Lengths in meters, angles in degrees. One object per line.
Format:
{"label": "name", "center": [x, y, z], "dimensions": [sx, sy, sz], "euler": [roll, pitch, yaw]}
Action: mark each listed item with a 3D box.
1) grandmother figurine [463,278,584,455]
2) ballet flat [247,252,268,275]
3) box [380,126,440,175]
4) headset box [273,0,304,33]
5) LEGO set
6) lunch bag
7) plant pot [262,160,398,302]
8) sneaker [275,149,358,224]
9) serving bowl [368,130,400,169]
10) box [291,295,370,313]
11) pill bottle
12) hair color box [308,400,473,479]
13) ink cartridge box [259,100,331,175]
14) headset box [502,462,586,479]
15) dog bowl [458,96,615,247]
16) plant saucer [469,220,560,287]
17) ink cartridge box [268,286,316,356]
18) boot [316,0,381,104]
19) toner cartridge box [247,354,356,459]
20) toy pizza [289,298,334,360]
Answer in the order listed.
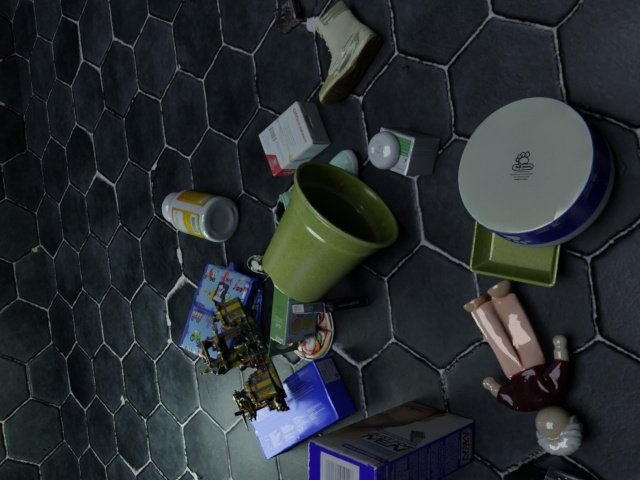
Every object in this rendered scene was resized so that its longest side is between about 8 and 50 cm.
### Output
{"label": "grandmother figurine", "center": [0.407, 0.261, 1.325], "dimensions": [0.208, 0.104, 0.342], "euler": [-49, 59, 46]}
{"label": "ballet flat", "center": [-0.136, 0.078, 1.865], "dimensions": [0.188, 0.070, 0.070], "euler": [10, 101, 44]}
{"label": "box", "center": [0.191, -0.198, 1.483], "dimensions": [0.101, 0.102, 0.087], "euler": [27, 115, 40]}
{"label": "headset box", "center": [-0.081, -0.595, 1.759], "dimensions": [0.083, 0.032, 0.062], "euler": [-21, 79, 46]}
{"label": "LEGO set", "center": [-0.233, 0.331, 1.752], "dimensions": [0.192, 0.255, 0.331], "euler": [-25, 74, -2]}
{"label": "lunch bag", "center": [-0.279, 0.211, 2.001], "dimensions": [0.221, 0.138, 0.293], "euler": [14, 92, 43]}
{"label": "plant pot", "center": [0.000, 0.000, 1.563], "dimensions": [0.276, 0.276, 0.254], "euler": [53, 124, 27]}
{"label": "sneaker", "center": [-0.015, -0.121, 1.662], "dimensions": [0.094, 0.151, 0.256], "euler": [55, 127, 28]}
{"label": "serving bowl", "center": [0.132, -0.196, 1.450], "dimensions": [0.083, 0.027, 0.083], "euler": [6, 98, 45]}
{"label": "box", "center": [0.027, 0.159, 1.645], "dimensions": [0.116, 0.162, 0.029], "euler": [-8, 85, 44]}
{"label": "pill bottle", "center": [-0.374, -0.083, 2.033], "dimensions": [0.245, 0.136, 0.136], "euler": [15, 105, 43]}
{"label": "hair color box", "center": [0.157, 0.449, 1.420], "dimensions": [0.185, 0.338, 0.110], "euler": [6, 97, 44]}
{"label": "ink cartridge box", "center": [-0.069, -0.265, 1.754], "dimensions": [0.175, 0.072, 0.127], "euler": [-32, 72, 42]}
{"label": "headset box", "center": [0.463, 0.591, 1.294], "dimensions": [0.218, 0.110, 0.293], "euler": [10, 102, 44]}
{"label": "dog bowl", "center": [0.394, -0.125, 1.236], "dimensions": [0.265, 0.104, 0.265], "euler": [-14, 68, 38]}
{"label": "plant saucer", "center": [0.399, -0.015, 1.328], "dimensions": [0.188, 0.045, 0.188], "euler": [11, 96, 44]}
{"label": "ink cartridge box", "center": [-0.069, 0.208, 1.735], "dimensions": [0.062, 0.109, 0.209], "euler": [19, 109, 43]}
{"label": "boot", "center": [0.037, -0.455, 1.627], "dimensions": [0.213, 0.077, 0.165], "euler": [-51, 61, 29]}
{"label": "toner cartridge box", "center": [-0.063, 0.462, 1.827], "dimensions": [0.348, 0.075, 0.165], "euler": [-41, 65, 39]}
{"label": "toy pizza", "center": [-0.043, 0.229, 1.812], "dimensions": [0.201, 0.032, 0.201], "euler": [6, 98, 44]}
